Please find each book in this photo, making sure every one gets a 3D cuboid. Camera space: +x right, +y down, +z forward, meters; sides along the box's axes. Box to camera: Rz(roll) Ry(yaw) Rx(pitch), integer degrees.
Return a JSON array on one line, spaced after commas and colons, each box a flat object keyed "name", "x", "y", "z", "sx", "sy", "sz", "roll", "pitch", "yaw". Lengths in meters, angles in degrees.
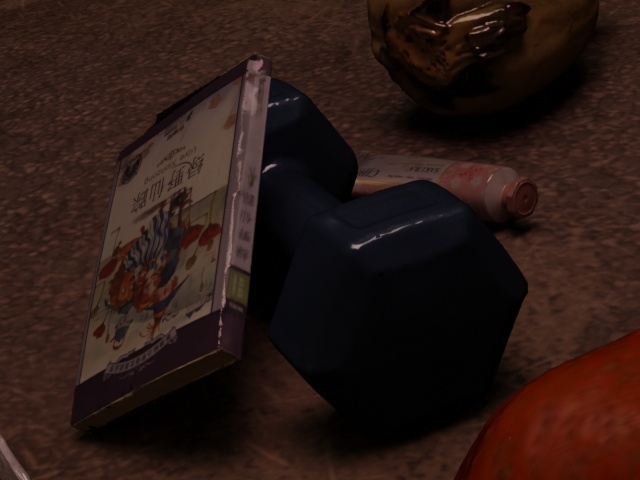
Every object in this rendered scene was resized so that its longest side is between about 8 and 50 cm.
[{"name": "book", "x": -0.099, "y": 0.000, "z": 1.013, "sx": 0.157, "sy": 0.026, "sz": 0.231, "roll": -29, "pitch": 44, "yaw": 40}]

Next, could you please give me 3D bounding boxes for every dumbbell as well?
[{"name": "dumbbell", "x": 0.000, "y": 0.000, "z": 1.042, "sx": 0.144, "sy": 0.160, "sz": 0.325, "roll": 13, "pitch": 15, "yaw": -28}]

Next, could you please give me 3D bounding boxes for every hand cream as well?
[{"name": "hand cream", "x": 0.083, "y": -0.046, "z": 1.220, "sx": 0.067, "sy": 0.043, "sz": 0.209, "roll": -36, "pitch": 30, "yaw": -33}]

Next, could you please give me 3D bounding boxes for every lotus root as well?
[{"name": "lotus root", "x": 0.167, "y": -0.221, "z": 1.373, "sx": 0.182, "sy": 0.183, "sz": 0.310, "roll": 12, "pitch": 32, "yaw": 38}]

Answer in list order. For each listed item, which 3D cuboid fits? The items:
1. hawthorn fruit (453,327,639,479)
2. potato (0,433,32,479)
[{"name": "hawthorn fruit", "x": 0.133, "y": 0.138, "z": 0.664, "sx": 0.262, "sy": 0.211, "sz": 0.210, "roll": -8, "pitch": 26, "yaw": 22}, {"name": "potato", "x": -0.282, "y": 0.119, "z": 0.837, "sx": 0.196, "sy": 0.246, "sz": 0.299, "roll": -38, "pitch": 31, "yaw": -11}]
